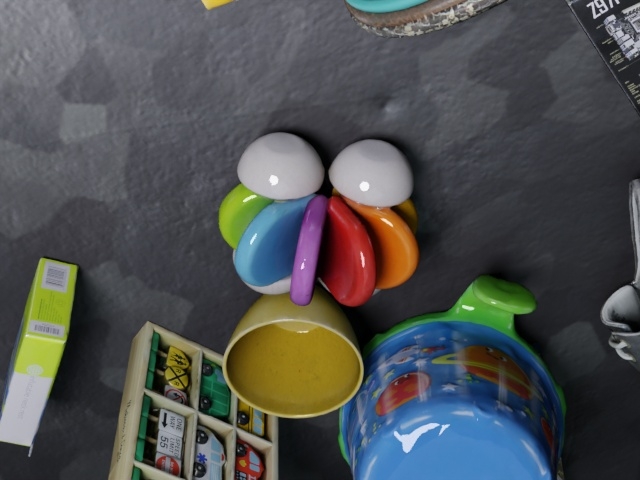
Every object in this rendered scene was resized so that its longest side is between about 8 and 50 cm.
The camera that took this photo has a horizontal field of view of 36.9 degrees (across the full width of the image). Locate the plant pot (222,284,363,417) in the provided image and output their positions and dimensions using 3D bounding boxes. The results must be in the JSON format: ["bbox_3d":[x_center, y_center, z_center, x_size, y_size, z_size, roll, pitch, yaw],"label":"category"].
[{"bbox_3d":[-0.025,0.095,0.945,0.134,0.095,0.134,1,128,1],"label":"plant pot"}]

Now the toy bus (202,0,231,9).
[{"bbox_3d":[-0.055,-0.246,0.548,0.150,0.211,0.220,-16,128,13],"label":"toy bus"}]

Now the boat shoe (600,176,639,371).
[{"bbox_3d":[0.336,0.070,0.945,0.119,0.121,0.335,-1,119,8],"label":"boat shoe"}]

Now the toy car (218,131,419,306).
[{"bbox_3d":[0.000,0.000,0.844,0.182,0.136,0.159,4,129,-6],"label":"toy car"}]

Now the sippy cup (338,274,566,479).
[{"bbox_3d":[0.125,0.203,0.904,0.240,0.224,0.305,-19,96,9],"label":"sippy cup"}]

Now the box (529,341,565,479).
[{"bbox_3d":[0.188,0.224,1.095,0.159,0.044,0.233,-13,128,8],"label":"box"}]

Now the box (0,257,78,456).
[{"bbox_3d":[-0.282,0.117,0.947,0.043,0.109,0.178,14,127,-18],"label":"box"}]

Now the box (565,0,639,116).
[{"bbox_3d":[0.292,-0.195,0.733,0.180,0.077,0.147,-32,124,22],"label":"box"}]

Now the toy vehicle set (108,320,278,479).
[{"bbox_3d":[-0.119,0.215,0.933,0.166,0.266,0.035,28,124,-24],"label":"toy vehicle set"}]

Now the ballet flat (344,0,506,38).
[{"bbox_3d":[0.214,-0.301,0.612,0.182,0.164,0.482,9,132,-43],"label":"ballet flat"}]
